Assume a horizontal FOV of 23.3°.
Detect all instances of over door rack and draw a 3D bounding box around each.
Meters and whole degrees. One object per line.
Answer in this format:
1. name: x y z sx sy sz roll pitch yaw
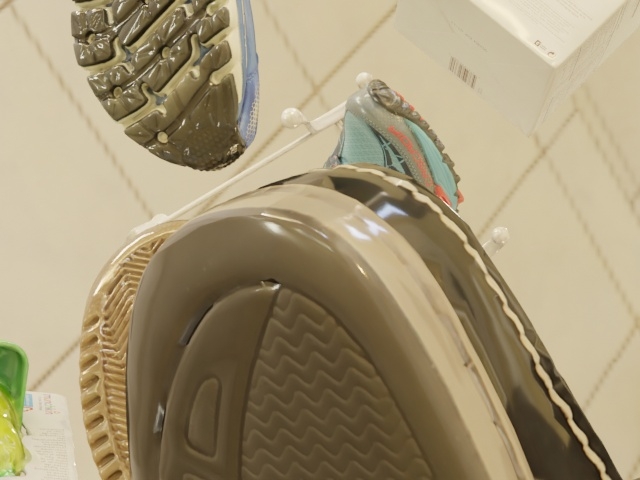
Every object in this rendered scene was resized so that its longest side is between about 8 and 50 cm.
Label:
1. over door rack: 0.000 0.000 1.547 0.324 0.108 0.239 -36 78 -18

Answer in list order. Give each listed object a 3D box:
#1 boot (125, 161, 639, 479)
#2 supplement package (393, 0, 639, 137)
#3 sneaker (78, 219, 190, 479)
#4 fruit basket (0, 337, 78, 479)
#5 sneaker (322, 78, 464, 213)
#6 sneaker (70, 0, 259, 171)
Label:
1. boot: 0.114 0.096 0.501 0.284 0.138 0.377 -42 114 -38
2. supplement package: 0.218 -0.259 1.597 0.194 0.149 0.203 42 70 14
3. sneaker: -0.011 0.132 0.673 0.282 0.099 0.153 63 3 26
4. fruit basket: -0.341 0.172 1.145 0.327 0.353 0.165 6 110 -15
5. sneaker: 0.033 -0.007 1.200 0.125 0.104 0.262 -31 146 -21
6. sneaker: -0.082 -0.187 1.028 0.147 0.129 0.330 24 45 -47
